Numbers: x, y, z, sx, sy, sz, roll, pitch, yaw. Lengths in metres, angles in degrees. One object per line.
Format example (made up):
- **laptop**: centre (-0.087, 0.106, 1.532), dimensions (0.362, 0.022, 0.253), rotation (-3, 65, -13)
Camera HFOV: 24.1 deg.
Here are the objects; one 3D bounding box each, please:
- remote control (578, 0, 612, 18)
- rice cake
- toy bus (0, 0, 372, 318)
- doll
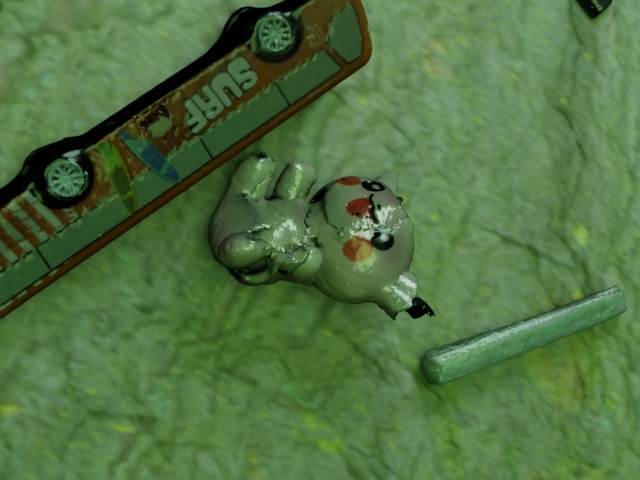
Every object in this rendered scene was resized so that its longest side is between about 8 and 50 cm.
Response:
- **remote control**: centre (0.237, -0.249, 1.387), dimensions (0.034, 0.016, 0.091), rotation (-42, 102, -16)
- **rice cake**: centre (0.189, 0.085, 1.371), dimensions (0.207, 0.033, 0.033), rotation (-19, 95, -15)
- **toy bus**: centre (-0.134, -0.087, 1.246), dimensions (0.408, 0.093, 0.092), rotation (-36, 108, -12)
- **doll**: centre (0.000, 0.000, 1.278), dimensions (0.192, 0.095, 0.149), rotation (5, 47, -10)
